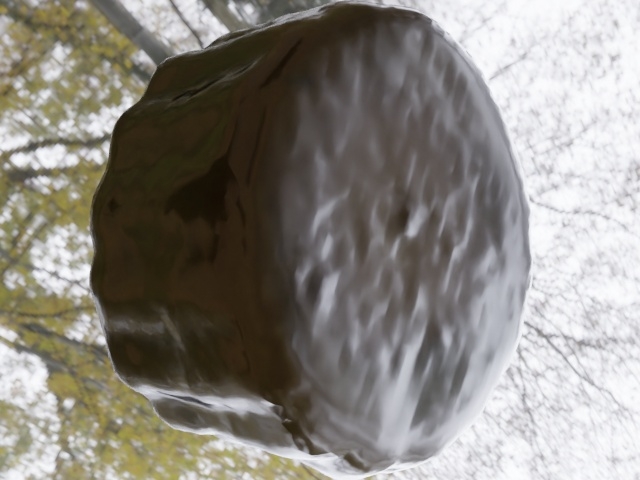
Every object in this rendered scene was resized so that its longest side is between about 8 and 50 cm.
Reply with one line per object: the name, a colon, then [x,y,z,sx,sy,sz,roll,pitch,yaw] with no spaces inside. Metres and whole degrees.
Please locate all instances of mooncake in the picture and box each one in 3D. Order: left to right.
mooncake: [0.000,0.000,0.715,0.161,0.290,0.290,1,-117,43]
